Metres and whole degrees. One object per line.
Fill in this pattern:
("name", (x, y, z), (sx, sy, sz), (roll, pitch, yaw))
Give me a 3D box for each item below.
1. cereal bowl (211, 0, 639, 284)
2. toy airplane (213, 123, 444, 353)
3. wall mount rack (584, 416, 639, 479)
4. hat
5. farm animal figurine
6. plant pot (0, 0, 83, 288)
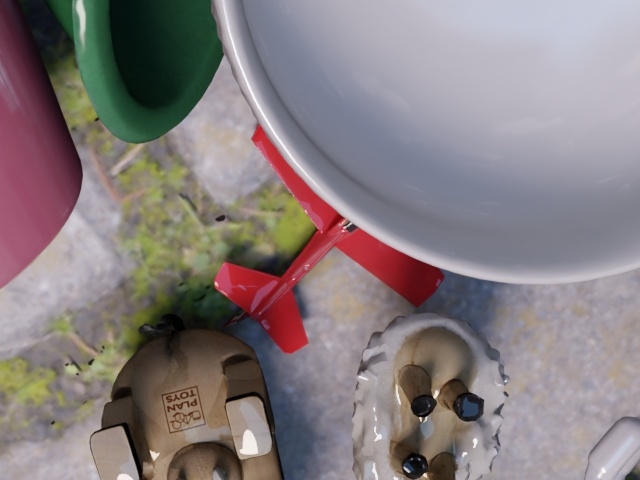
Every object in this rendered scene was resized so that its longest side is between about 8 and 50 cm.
("cereal bowl", (0.103, -0.156, 0.748), (0.339, 0.141, 0.339), (-3, 106, -10))
("toy airplane", (0.000, 0.000, 0.834), (0.151, 0.028, 0.151), (-4, 108, -11))
("wall mount rack", (0.285, 0.062, 0.799), (0.304, 0.350, 0.130), (-42, 75, 5))
("hat", (-0.146, -0.167, 0.742), (0.184, 0.173, 0.208), (14, 82, 18))
("farm animal figurine", (-0.070, 0.194, 0.815), (0.330, 0.172, 0.326), (2, 97, -3))
("plant pot", (-0.207, -0.066, 0.670), (0.201, 0.201, 0.180), (-32, 125, -1))
